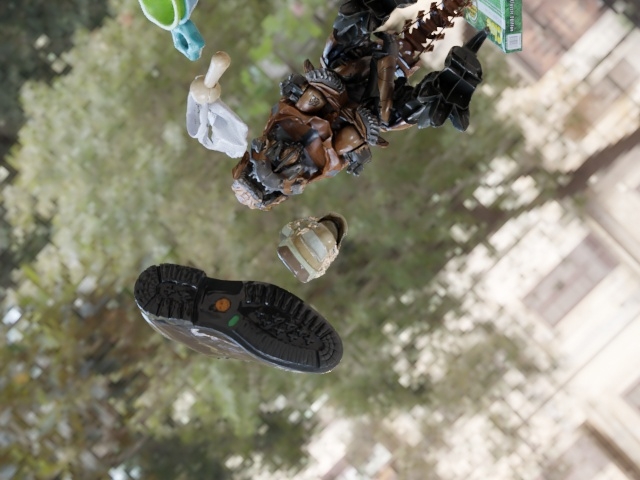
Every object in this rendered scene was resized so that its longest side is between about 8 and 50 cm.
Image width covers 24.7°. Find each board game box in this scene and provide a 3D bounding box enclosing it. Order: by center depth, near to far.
[{"bbox_3d":[0.217,-0.356,1.987,0.030,0.136,0.259,-7,-154,-12],"label":"board game box"}]

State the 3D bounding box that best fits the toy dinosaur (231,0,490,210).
[{"bbox_3d":[0.040,-0.158,1.390,0.164,0.218,0.322,29,-117,-14],"label":"toy dinosaur"}]

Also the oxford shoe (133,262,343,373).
[{"bbox_3d":[-0.083,0.091,1.554,0.227,0.082,0.096,20,153,9],"label":"oxford shoe"}]

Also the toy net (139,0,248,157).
[{"bbox_3d":[-0.132,-0.171,1.370,0.122,0.045,0.232,25,141,43],"label":"toy net"}]

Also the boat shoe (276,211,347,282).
[{"bbox_3d":[0.000,0.000,1.597,0.068,0.072,0.190,49,-174,-7],"label":"boat shoe"}]
